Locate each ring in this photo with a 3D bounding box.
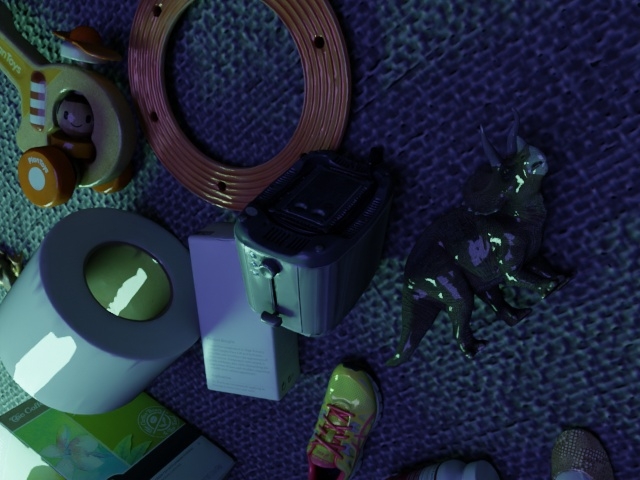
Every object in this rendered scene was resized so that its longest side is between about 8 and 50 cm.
[{"bbox_3d":[-0.109,-0.202,0.807,0.337,0.032,0.336,11,112,27],"label":"ring"}]

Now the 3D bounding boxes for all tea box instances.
[{"bbox_3d":[-0.365,0.443,1.065,0.324,0.220,0.329,31,119,16],"label":"tea box"}]

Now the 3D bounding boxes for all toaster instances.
[{"bbox_3d":[0.000,0.000,0.723,0.129,0.227,0.146,21,134,20],"label":"toaster"}]

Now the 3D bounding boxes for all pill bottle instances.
[{"bbox_3d":[0.153,0.332,0.813,0.152,0.086,0.086,-30,91,34],"label":"pill bottle"}]

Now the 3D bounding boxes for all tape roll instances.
[{"bbox_3d":[-0.304,0.098,0.894,0.169,0.246,0.246,-42,85,33],"label":"tape roll"}]

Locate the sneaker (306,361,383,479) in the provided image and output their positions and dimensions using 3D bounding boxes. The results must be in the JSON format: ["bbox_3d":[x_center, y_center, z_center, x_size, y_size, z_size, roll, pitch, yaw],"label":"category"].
[{"bbox_3d":[0.025,0.264,0.857,0.082,0.094,0.208,17,113,25],"label":"sneaker"}]

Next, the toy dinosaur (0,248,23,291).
[{"bbox_3d":[-0.570,0.068,1.154,0.211,0.064,0.112,53,142,14],"label":"toy dinosaur"}]

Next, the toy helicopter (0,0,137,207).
[{"bbox_3d":[-0.388,-0.233,0.893,0.355,0.140,0.235,45,121,11],"label":"toy helicopter"}]

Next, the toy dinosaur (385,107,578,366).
[{"bbox_3d":[0.169,0.023,0.698,0.160,0.121,0.313,53,129,18],"label":"toy dinosaur"}]

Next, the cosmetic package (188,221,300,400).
[{"bbox_3d":[-0.100,0.094,0.869,0.117,0.085,0.231,4,108,20],"label":"cosmetic package"}]

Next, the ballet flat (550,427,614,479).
[{"bbox_3d":[0.302,0.321,0.736,0.073,0.067,0.206,-2,106,31],"label":"ballet flat"}]
